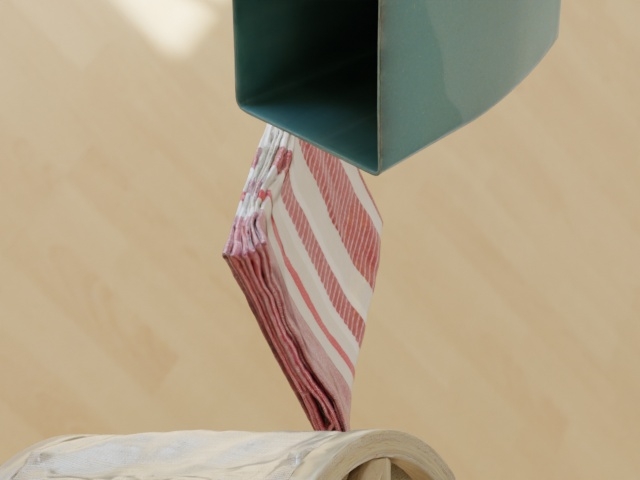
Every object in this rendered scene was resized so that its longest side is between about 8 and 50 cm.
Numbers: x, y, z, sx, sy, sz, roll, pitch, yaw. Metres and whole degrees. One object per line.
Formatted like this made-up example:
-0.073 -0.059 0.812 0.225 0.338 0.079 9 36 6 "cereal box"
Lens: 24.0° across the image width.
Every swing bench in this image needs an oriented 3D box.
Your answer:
-0.082 0.224 0.909 0.165 0.253 0.254 40 53 -46 "swing bench"

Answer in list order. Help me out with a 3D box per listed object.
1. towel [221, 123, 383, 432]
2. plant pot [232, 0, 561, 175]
0.000 0.000 1.413 0.329 0.037 0.237 -76 148 -51 "towel"
0.074 -0.185 1.159 0.234 0.166 0.165 -24 128 -34 "plant pot"
